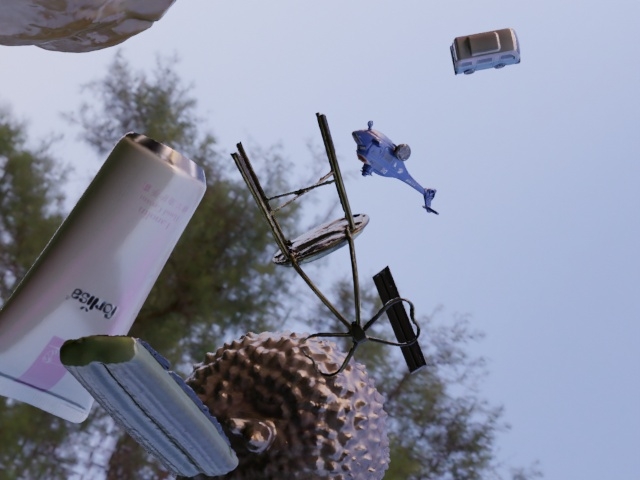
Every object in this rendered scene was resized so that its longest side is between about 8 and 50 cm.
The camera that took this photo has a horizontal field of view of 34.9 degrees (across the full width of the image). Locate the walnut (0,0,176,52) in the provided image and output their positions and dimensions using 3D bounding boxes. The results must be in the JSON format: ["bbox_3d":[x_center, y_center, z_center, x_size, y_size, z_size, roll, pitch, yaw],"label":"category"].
[{"bbox_3d":[-0.317,-0.367,0.995,0.383,0.383,0.384,-31,-137,34],"label":"walnut"}]

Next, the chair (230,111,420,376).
[{"bbox_3d":[0.000,0.000,1.385,0.159,0.326,0.170,-24,-169,2],"label":"chair"}]

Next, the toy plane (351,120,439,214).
[{"bbox_3d":[0.094,-0.089,1.290,0.062,0.167,0.054,-56,-148,-3],"label":"toy plane"}]

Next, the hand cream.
[{"bbox_3d":[-0.271,0.043,1.224,0.118,0.185,0.359,31,-90,51],"label":"hand cream"}]

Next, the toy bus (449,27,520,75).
[{"bbox_3d":[0.298,-0.342,1.821,0.122,0.075,0.060,-10,-101,3],"label":"toy bus"}]

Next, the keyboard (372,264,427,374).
[{"bbox_3d":[0.149,0.149,1.914,0.067,0.011,0.202,-44,-117,57],"label":"keyboard"}]

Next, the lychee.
[{"bbox_3d":[-0.065,0.330,1.704,0.380,0.432,0.381,-3,-102,12],"label":"lychee"}]

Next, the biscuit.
[{"bbox_3d":[-0.178,0.189,1.106,0.099,0.322,0.038,-7,-125,12],"label":"biscuit"}]
